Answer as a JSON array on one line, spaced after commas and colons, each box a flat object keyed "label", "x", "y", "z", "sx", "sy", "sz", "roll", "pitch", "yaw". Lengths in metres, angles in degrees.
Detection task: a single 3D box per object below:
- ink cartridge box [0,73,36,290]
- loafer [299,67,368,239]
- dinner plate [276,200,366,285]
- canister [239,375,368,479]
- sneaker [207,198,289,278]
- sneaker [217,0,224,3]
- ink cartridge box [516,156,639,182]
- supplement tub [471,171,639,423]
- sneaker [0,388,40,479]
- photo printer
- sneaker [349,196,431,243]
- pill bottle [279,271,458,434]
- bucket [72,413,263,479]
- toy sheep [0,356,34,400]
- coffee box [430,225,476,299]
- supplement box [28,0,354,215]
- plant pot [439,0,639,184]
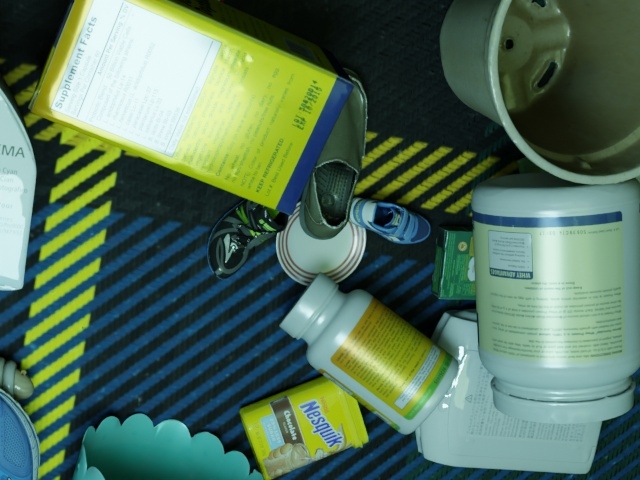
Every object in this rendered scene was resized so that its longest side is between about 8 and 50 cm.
[{"label": "ink cartridge box", "x": -0.380, "y": -0.162, "z": 1.331, "sx": 0.091, "sy": 0.308, "sz": 0.385, "roll": 9, "pitch": 99, "yaw": -18}, {"label": "loafer", "x": 0.028, "y": -0.123, "z": 1.576, "sx": 0.094, "sy": 0.087, "sz": 0.251, "roll": 3, "pitch": 93, "yaw": -18}, {"label": "dinner plate", "x": 0.000, "y": 0.000, "z": 1.641, "sx": 0.141, "sy": 0.017, "sz": 0.141, "roll": -4, "pitch": 104, "yaw": -16}, {"label": "canister", "x": -0.026, "y": 0.281, "z": 1.669, "sx": 0.170, "sy": 0.073, "sz": 0.126, "roll": -21, "pitch": 107, "yaw": -10}, {"label": "sneaker", "x": -0.095, "y": -0.026, "z": 1.573, "sx": 0.067, "sy": 0.078, "sz": 0.188, "roll": 41, "pitch": 89, "yaw": -21}, {"label": "sneaker", "x": -0.130, "y": -0.288, "z": 1.521, "sx": 0.067, "sy": 0.042, "sz": 0.118, "roll": 6, "pitch": 108, "yaw": -14}, {"label": "ink cartridge box", "x": 0.424, "y": -0.110, "z": 1.722, "sx": 0.209, "sy": 0.062, "sz": 0.109, "roll": -22, "pitch": 109, "yaw": -11}, {"label": "supplement tub", "x": 0.337, "y": 0.073, "z": 1.549, "sx": 0.235, "sy": 0.235, "sz": 0.325, "roll": -6, "pitch": 99, "yaw": -16}, {"label": "sneaker", "x": -0.427, "y": 0.343, "z": 1.426, "sx": 0.130, "sy": 0.147, "sz": 0.330, "roll": -13, "pitch": 98, "yaw": -3}, {"label": "photo printer", "x": 0.300, "y": 0.240, "z": 1.740, "sx": 0.307, "sy": 0.107, "sz": 0.256, "roll": 6, "pitch": 99, "yaw": -18}, {"label": "sneaker", "x": 0.112, "y": -0.027, "z": 1.640, "sx": 0.144, "sy": 0.059, "sz": 0.053, "roll": 14, "pitch": 84, "yaw": -30}, {"label": "pill bottle", "x": 0.067, "y": 0.158, "z": 1.599, "sx": 0.245, "sy": 0.136, "sz": 0.136, "roll": 37, "pitch": 90, "yaw": -1}, {"label": "bucket", "x": -0.229, "y": 0.387, "z": 1.532, "sx": 0.281, "sy": 0.281, "sz": 0.183, "roll": 16, "pitch": 104, "yaw": -20}, {"label": "toy sheep", "x": -0.461, "y": 0.201, "z": 1.509, "sx": 0.132, "sy": 0.091, "sz": 0.091, "roll": 5, "pitch": 101, "yaw": -13}, {"label": "coffee box", "x": 0.269, "y": 0.037, "z": 1.720, "sx": 0.184, "sy": 0.040, "sz": 0.113, "roll": 1, "pitch": 103, "yaw": -17}, {"label": "supplement box", "x": -0.166, "y": -0.208, "z": 1.419, "sx": 0.356, "sy": 0.195, "sz": 0.194, "roll": 22, "pitch": 106, "yaw": -16}, {"label": "plant pot", "x": 0.322, "y": -0.268, "z": 1.525, "sx": 0.334, "sy": 0.305, "sz": 0.334, "roll": -4, "pitch": 104, "yaw": -16}]
